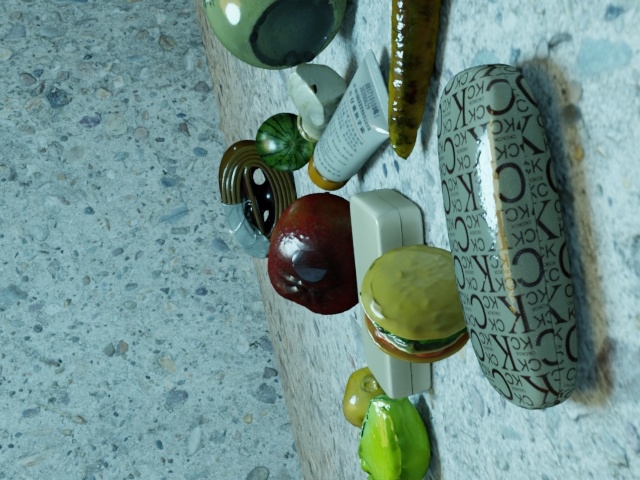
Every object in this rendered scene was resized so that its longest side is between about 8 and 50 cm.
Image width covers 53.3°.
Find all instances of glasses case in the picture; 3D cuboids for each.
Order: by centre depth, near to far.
[{"bbox_3d":[0.188,-0.001,0.659,0.137,0.085,0.354,-164,63,-77],"label":"glasses case"},{"bbox_3d":[0.117,0.089,1.065,0.144,0.076,0.336,-128,29,-64],"label":"glasses case"}]

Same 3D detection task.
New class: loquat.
[{"bbox_3d":[0.104,0.317,1.266,0.137,0.113,0.137,-7,-90,-72],"label":"loquat"}]

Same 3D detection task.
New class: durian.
[{"bbox_3d":[0.135,0.381,1.165,0.139,0.101,0.250,34,136,49],"label":"durian"}]

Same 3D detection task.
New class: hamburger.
[{"bbox_3d":[0.131,0.083,0.837,0.115,0.162,0.162,82,168,-46],"label":"hamburger"}]

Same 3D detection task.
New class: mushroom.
[{"bbox_3d":[0.003,-0.251,1.187,0.247,0.108,0.096,75,178,-81],"label":"mushroom"}]

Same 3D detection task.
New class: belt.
[{"bbox_3d":[-0.184,-0.118,1.854,0.122,0.218,0.338,-130,29,-66],"label":"belt"}]

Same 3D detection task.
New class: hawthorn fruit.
[{"bbox_3d":[0.000,0.000,1.230,0.230,0.211,0.265,86,180,-53],"label":"hawthorn fruit"}]

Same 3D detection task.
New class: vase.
[{"bbox_3d":[-0.073,-0.485,1.076,0.329,0.241,0.302,-45,58,32],"label":"vase"}]

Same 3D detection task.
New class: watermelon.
[{"bbox_3d":[-0.085,-0.231,1.515,0.187,0.141,0.140,-149,49,-77],"label":"watermelon"}]

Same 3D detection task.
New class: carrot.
[{"bbox_3d":[0.114,-0.234,0.812,0.066,0.066,0.314,-116,20,-48],"label":"carrot"}]

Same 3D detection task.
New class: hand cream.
[{"bbox_3d":[0.051,-0.187,1.090,0.314,0.089,0.139,132,124,-69],"label":"hand cream"}]
